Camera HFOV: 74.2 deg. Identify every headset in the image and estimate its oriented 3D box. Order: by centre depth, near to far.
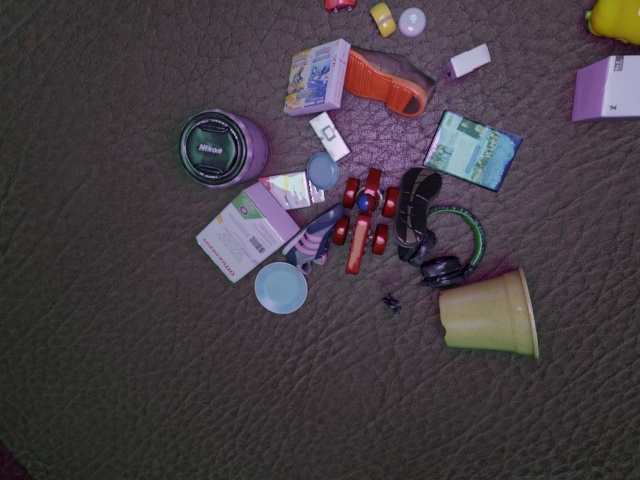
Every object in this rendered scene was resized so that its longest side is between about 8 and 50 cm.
[{"bbox_3d":[0.343,0.062,1.317,0.394,0.185,0.243,-44,93,2],"label":"headset"}]

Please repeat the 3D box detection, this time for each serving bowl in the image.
[{"bbox_3d":[0.274,-0.652,1.259,0.083,0.027,0.084,1,102,6],"label":"serving bowl"}]

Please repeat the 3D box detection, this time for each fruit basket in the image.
[{"bbox_3d":[0.907,-0.583,1.068,0.392,0.392,0.283,-32,95,12],"label":"fruit basket"}]

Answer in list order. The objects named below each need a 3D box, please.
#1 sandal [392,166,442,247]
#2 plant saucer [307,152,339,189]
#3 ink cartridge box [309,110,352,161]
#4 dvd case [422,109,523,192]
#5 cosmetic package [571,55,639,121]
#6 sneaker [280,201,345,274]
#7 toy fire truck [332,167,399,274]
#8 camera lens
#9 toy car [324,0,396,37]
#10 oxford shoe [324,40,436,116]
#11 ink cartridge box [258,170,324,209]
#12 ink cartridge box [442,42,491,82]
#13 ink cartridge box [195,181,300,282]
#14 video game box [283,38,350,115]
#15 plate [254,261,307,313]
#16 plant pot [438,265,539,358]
[{"bbox_3d":[0.281,-0.104,1.284,0.120,0.086,0.303,21,64,8],"label":"sandal"},{"bbox_3d":[0.004,-0.222,1.360,0.119,0.021,0.120,-3,95,-31],"label":"plant saucer"},{"bbox_3d":[0.025,-0.337,1.317,0.060,0.104,0.180,-31,96,13],"label":"ink cartridge box"},{"bbox_3d":[0.469,-0.276,1.315,0.252,0.022,0.181,21,104,2],"label":"dvd case"},{"bbox_3d":[0.814,-0.410,1.160,0.151,0.184,0.152,2,102,7],"label":"cosmetic package"},{"bbox_3d":[0.000,0.000,1.335,0.131,0.112,0.319,50,138,1],"label":"sneaker"},{"bbox_3d":[0.136,-0.065,1.281,0.169,0.254,0.303,14,103,4],"label":"toy fire truck"},{"bbox_3d":[-0.283,-0.276,1.281,0.219,0.274,0.220,2,102,7],"label":"camera lens"},{"bbox_3d":[0.151,-0.750,1.241,0.238,0.053,0.225,27,104,1],"label":"toy car"},{"bbox_3d":[0.174,-0.506,1.274,0.363,0.130,0.133,34,64,9],"label":"oxford shoe"},{"bbox_3d":[-0.093,-0.164,1.386,0.198,0.067,0.116,-8,100,9],"label":"ink cartridge box"},{"bbox_3d":[0.417,-0.507,1.216,0.099,0.135,0.056,-22,101,12],"label":"ink cartridge box"},{"bbox_3d":[-0.238,-0.022,1.368,0.278,0.117,0.201,-37,95,33],"label":"ink cartridge box"},{"bbox_3d":[-0.014,-0.474,1.244,0.205,0.048,0.187,6,83,44],"label":"video game box"},{"bbox_3d":[-0.137,0.164,1.481,0.188,0.024,0.188,2,101,8],"label":"plate"},{"bbox_3d":[0.508,0.231,1.310,0.253,0.276,0.276,-9,100,20],"label":"plant pot"}]
